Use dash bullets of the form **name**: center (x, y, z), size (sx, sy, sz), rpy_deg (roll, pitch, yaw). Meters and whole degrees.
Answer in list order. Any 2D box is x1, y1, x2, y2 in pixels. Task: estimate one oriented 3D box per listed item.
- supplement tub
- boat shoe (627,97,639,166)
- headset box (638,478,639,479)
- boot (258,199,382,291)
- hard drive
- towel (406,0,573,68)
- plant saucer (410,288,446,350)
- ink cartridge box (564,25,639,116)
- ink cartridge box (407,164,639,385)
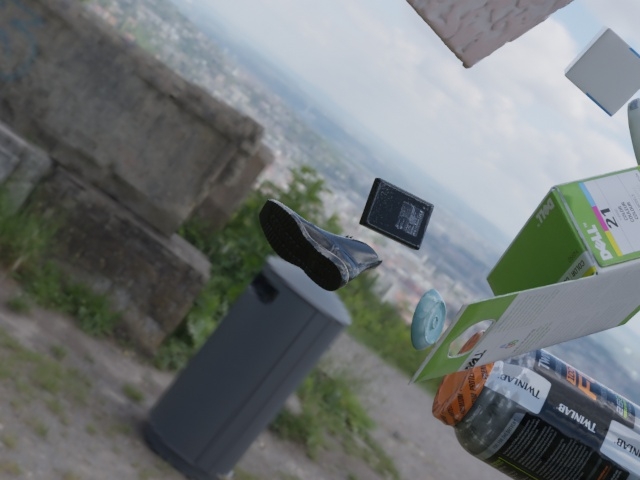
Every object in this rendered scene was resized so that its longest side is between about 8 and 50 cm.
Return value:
- **supplement tub**: center (0.339, 0.277, 1.597), size (0.316, 0.193, 0.193), rpy_deg (31, 6, -4)
- **boat shoe**: center (0.435, -0.071, 1.280), size (0.227, 0.081, 0.079), rpy_deg (66, 30, -20)
- **headset box**: center (0.379, 0.383, 1.043), size (0.131, 0.283, 0.246), rpy_deg (44, -20, -16)
- **boot**: center (0.000, 0.000, 1.812), size (0.198, 0.077, 0.137), rpy_deg (48, 36, 17)
- **hard drive**: center (0.144, -0.049, 1.996), size (0.135, 0.094, 0.022), rpy_deg (24, -9, -29)
- **towel**: center (0.257, -0.374, 1.312), size (0.317, 0.332, 0.053), rpy_deg (29, 34, -56)
- **plant saucer**: center (0.206, 0.150, 1.990), size (0.021, 0.119, 0.119), rpy_deg (14, -8, 30)
- **ink cartridge box**: center (0.416, -0.247, 1.539), size (0.092, 0.090, 0.143), rpy_deg (42, 17, 1)
- **ink cartridge box**: center (0.204, 0.033, 1.007), size (0.188, 0.255, 0.097), rpy_deg (112, -39, -59)
